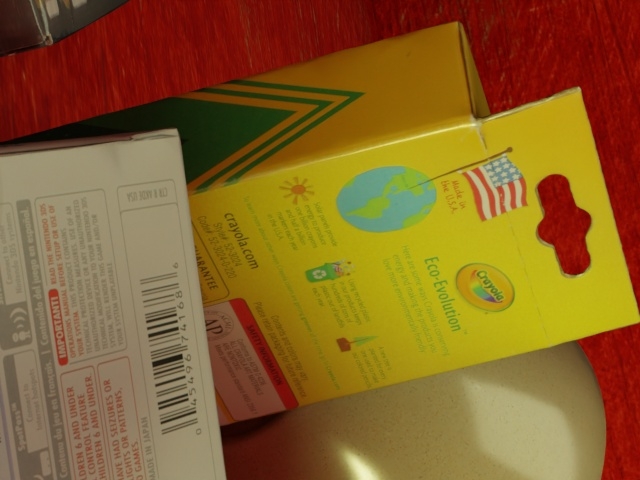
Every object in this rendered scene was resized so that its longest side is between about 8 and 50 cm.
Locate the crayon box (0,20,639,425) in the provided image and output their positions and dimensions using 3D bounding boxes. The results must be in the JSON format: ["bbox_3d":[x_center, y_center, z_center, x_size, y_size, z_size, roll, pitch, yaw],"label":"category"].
[{"bbox_3d":[0.000,0.000,0.993,0.202,0.318,0.081,67,13,-47],"label":"crayon box"}]

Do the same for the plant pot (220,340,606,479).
[{"bbox_3d":[0.015,0.117,1.175,0.191,0.284,0.284,40,32,-39],"label":"plant pot"}]

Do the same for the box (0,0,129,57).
[{"bbox_3d":[-0.184,-0.273,0.985,0.395,0.097,0.318,-66,144,-75],"label":"box"}]

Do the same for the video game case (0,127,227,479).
[{"bbox_3d":[-0.113,0.112,0.491,0.244,0.061,0.270,-12,95,-58],"label":"video game case"}]
